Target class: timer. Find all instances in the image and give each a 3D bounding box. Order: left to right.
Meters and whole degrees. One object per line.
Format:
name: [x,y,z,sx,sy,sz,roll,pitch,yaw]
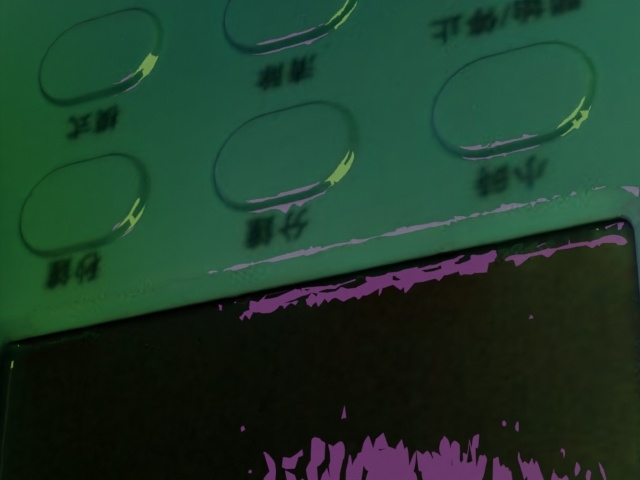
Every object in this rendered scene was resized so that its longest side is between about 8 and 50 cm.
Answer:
timer: [0.000,0.000,0.390,0.232,0.091,0.250,-13,47,23]
